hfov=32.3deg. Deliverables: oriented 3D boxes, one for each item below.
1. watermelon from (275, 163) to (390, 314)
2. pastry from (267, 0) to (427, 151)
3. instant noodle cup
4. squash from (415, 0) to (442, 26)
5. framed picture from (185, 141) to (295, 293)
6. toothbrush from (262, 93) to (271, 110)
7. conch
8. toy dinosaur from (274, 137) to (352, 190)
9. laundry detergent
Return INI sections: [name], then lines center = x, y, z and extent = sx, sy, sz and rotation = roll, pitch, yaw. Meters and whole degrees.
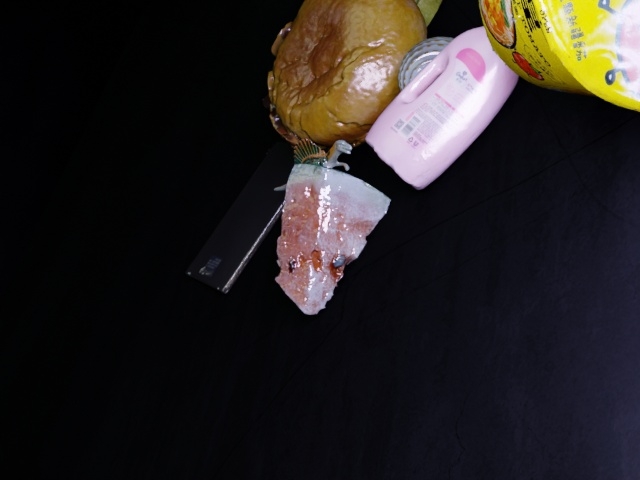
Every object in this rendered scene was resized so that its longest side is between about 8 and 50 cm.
[watermelon]
center = 0.000, 0.000, 1.749
extent = 0.094, 0.154, 0.241
rotation = 1, 70, 62
[pastry]
center = 0.043, -0.325, 2.008
extent = 0.356, 0.164, 0.356
rotation = -30, 47, 38
[instant noodle cup]
center = 0.349, -0.310, 1.324
extent = 0.325, 0.325, 0.254
rotation = -55, 15, -5
[squash]
center = 0.138, -0.428, 2.167
extent = 0.252, 0.049, 0.252
rotation = -41, 27, 26
[framed picture]
center = -0.136, -0.054, 2.194
extent = 0.339, 0.014, 0.255
rotation = -56, 23, -8
[toothbrush]
center = -0.042, -0.290, 2.318
extent = 0.041, 0.041, 0.364
rotation = -56, 24, -8
[conch]
center = 0.192, -0.283, 1.811
extent = 0.135, 0.102, 0.153
rotation = -18, 44, 20
[toy dinosaur]
center = -0.019, -0.133, 1.969
extent = 0.187, 0.106, 0.044
rotation = 9, 30, 41
[laundry detergent]
center = 0.219, -0.238, 1.685
extent = 0.335, 0.088, 0.159
rotation = -48, 53, 8
